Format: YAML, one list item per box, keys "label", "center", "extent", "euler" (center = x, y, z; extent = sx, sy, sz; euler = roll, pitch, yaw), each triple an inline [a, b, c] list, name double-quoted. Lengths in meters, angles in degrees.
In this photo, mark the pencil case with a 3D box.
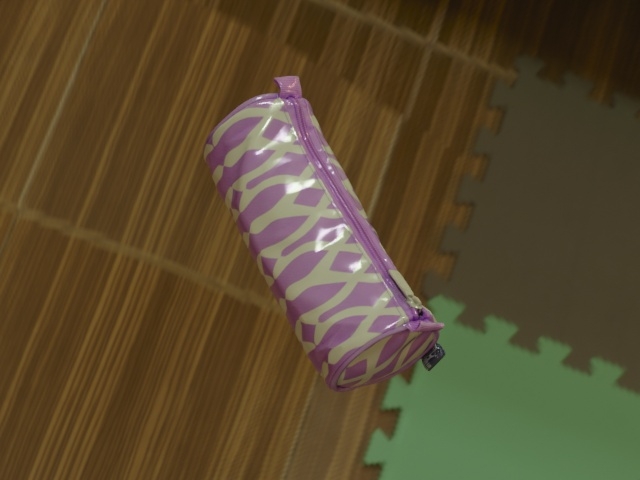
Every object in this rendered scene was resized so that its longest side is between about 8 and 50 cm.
- label: "pencil case"
  center: [0.000, 0.000, 1.053]
  extent: [0.086, 0.088, 0.206]
  euler: [-13, 62, -41]
